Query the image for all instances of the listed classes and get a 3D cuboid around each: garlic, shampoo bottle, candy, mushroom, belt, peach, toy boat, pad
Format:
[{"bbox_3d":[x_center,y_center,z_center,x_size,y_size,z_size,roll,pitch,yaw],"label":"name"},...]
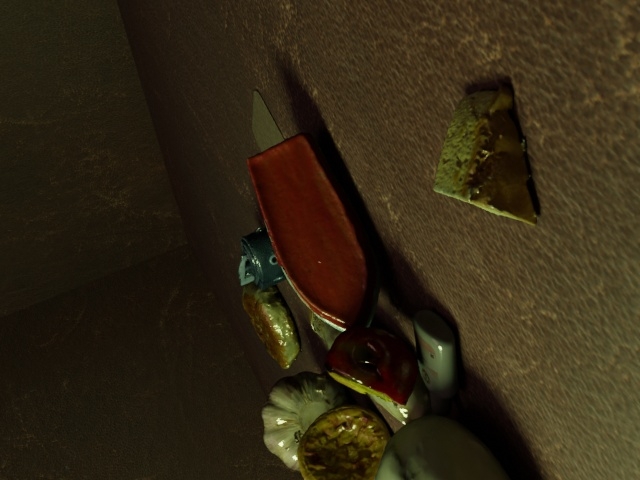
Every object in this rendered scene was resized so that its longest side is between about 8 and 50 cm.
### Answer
[{"bbox_3d":[-0.025,0.432,1.501,0.245,0.245,0.160,63,161,13],"label":"garlic"},{"bbox_3d":[0.162,0.177,0.875,0.080,0.040,0.165,47,154,53],"label":"shampoo bottle"},{"bbox_3d":[0.179,0.383,0.852,0.295,0.185,0.295,174,90,-75],"label":"candy"},{"bbox_3d":[0.081,0.197,1.087,0.123,0.095,0.351,49,176,-33],"label":"mushroom"},{"bbox_3d":[-0.141,0.048,1.511,0.122,0.128,0.218,61,164,17],"label":"belt"},{"bbox_3d":[0.075,0.174,0.901,0.127,0.092,0.172,23,168,7],"label":"peach"},{"bbox_3d":[0.000,0.000,1.000,0.133,0.145,0.332,23,-136,-80],"label":"toy boat"},{"bbox_3d":[-0.081,-0.160,1.266,0.266,0.002,0.176,62,163,17],"label":"pad"}]

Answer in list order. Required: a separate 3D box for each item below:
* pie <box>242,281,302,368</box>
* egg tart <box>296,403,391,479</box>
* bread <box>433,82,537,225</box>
[{"bbox_3d":[-0.149,0.248,1.889,0.315,0.092,0.315,55,160,32],"label":"pie"},{"bbox_3d":[0.067,0.470,1.333,0.202,0.202,0.147,50,169,46],"label":"egg tart"},{"bbox_3d":[0.160,-0.080,0.581,0.084,0.080,0.109,24,99,67],"label":"bread"}]
